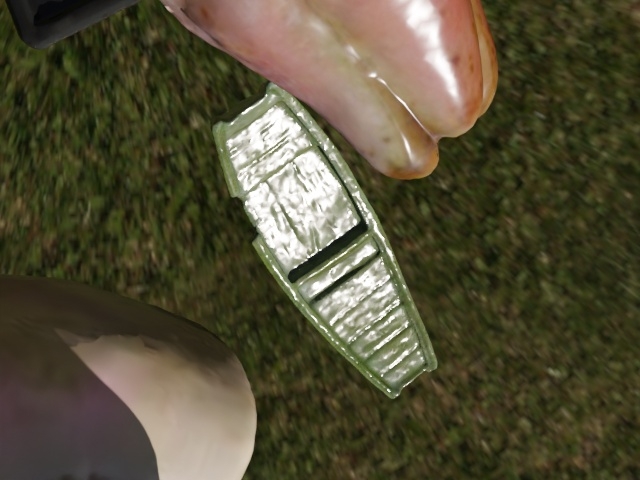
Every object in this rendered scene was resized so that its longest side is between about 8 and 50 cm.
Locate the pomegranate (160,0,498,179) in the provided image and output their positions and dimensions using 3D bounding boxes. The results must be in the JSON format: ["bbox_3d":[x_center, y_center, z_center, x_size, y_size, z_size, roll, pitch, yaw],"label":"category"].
[{"bbox_3d":[-0.030,-0.126,0.406,0.214,0.214,0.248,-34,94,1],"label":"pomegranate"}]

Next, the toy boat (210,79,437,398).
[{"bbox_3d":[0.000,0.000,1.277,0.093,0.055,0.293,-36,122,-7],"label":"toy boat"}]

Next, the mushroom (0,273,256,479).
[{"bbox_3d":[-0.129,0.064,0.543,0.162,0.236,0.173,41,65,-32],"label":"mushroom"}]

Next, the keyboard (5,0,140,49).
[{"bbox_3d":[0.019,-0.206,0.747,0.381,0.041,0.103,-25,77,15],"label":"keyboard"}]
